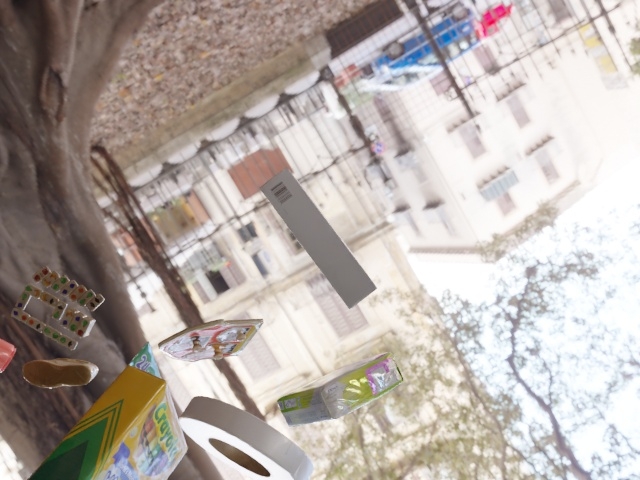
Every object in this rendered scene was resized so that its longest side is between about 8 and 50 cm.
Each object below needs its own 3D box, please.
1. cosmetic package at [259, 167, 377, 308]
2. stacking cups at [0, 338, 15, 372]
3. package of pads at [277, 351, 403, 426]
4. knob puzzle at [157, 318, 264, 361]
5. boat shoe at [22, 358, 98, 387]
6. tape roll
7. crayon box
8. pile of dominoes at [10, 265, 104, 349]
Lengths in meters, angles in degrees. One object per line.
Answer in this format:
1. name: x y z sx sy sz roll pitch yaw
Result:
1. cosmetic package: 0.000 0.000 1.766 0.097 0.377 0.284 -37 177 -2
2. stacking cups: -0.781 0.177 1.342 0.096 0.316 0.096 -39 -152 25
3. package of pads: 0.061 0.417 1.854 0.296 0.101 0.229 -18 173 -40
4. knob puzzle: -0.227 0.211 1.332 0.213 0.030 0.213 -13 153 -7
5. boat shoe: -0.584 0.298 1.503 0.170 0.063 0.059 3 -178 10
6. tape roll: -0.199 0.552 1.784 0.392 0.392 0.072 -19 -147 54
7. crayon box: -0.317 0.345 1.036 0.083 0.203 0.323 17 -134 21
8. pile of dominoes: -0.816 0.206 2.052 0.196 0.251 0.040 -63 176 2
